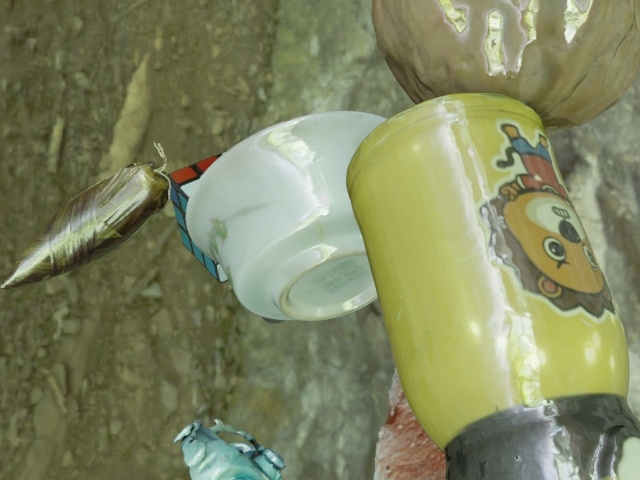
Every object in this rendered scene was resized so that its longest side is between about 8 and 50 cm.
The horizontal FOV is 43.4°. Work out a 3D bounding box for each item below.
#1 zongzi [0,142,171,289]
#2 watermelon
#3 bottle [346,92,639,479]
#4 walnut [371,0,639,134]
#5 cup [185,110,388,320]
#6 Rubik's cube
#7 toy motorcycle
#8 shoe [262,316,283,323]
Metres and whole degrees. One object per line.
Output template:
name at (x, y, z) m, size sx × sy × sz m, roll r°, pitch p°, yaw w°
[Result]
zongzi at (-0.359, -0.021, 1.267) m, size 0.111 × 0.248 × 0.241 m, roll 53°, pitch 35°, yaw -11°
watermelon at (0.146, 0.248, 0.960) m, size 0.201 × 0.213 × 0.261 m, roll 17°, pitch 68°, yaw -54°
bottle at (0.139, 0.074, 0.593) m, size 0.171 × 0.172 × 0.351 m, roll 84°, pitch -7°, yaw -61°
walnut at (0.171, -0.224, 0.707) m, size 0.227 × 0.273 × 0.273 m, roll 20°, pitch 74°, yaw -82°
cup at (0.000, 0.000, 1.108) m, size 0.347 × 0.347 × 0.163 m, roll 85°, pitch -12°, yaw -58°
Rubik's cube at (-0.158, -0.049, 1.425) m, size 0.162 × 0.163 × 0.160 m, roll 42°, pitch -31°, yaw 46°
toy motorcycle at (-0.141, 0.376, 1.282) m, size 0.154 × 0.206 × 0.260 m, roll -45°, pitch 168°, yaw -8°
shoe at (-0.058, 0.099, 1.671) m, size 0.093 × 0.241 × 0.108 m, roll 7°, pitch 56°, yaw -49°
